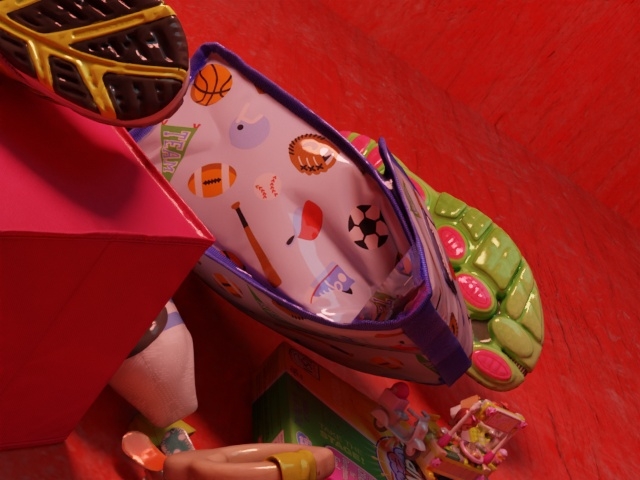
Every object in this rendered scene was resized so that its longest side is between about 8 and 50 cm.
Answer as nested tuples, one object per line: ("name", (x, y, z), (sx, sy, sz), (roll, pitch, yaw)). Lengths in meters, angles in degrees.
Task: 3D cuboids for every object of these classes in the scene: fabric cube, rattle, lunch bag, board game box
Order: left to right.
("fabric cube", (-0.301, 0.004, 1.060), (0.254, 0.258, 0.259), (49, 23, 26))
("rattle", (-0.085, 0.245, 1.134), (0.130, 0.199, 0.143), (-42, 124, -63))
("lunch bag", (0.000, 0.000, 1.384), (0.385, 0.239, 0.328), (38, -4, 23))
("board game box", (0.068, 0.267, 1.352), (0.316, 0.064, 0.242), (35, 16, -17))

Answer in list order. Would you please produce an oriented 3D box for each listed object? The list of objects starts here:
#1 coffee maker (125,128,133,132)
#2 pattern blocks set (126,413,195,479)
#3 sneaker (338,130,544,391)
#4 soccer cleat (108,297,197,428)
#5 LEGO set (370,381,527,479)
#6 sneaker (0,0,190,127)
("coffee maker", (-0.247, -0.122, 1.501), (0.171, 0.178, 0.120), (26, 24, -30))
("pattern blocks set", (-0.081, 0.271, 1.203), (0.285, 0.026, 0.325), (43, 22, 11))
("sneaker", (0.146, 0.031, 1.765), (0.483, 0.185, 0.202), (49, -11, 33))
("soccer cleat", (-0.209, 0.076, 1.302), (0.143, 0.116, 0.331), (66, -5, -31))
("LEGO set", (0.182, 0.211, 1.445), (0.132, 0.107, 0.287), (48, 17, 25))
("sneaker", (-0.279, -0.206, 1.032), (0.384, 0.145, 0.147), (38, -9, 4))
